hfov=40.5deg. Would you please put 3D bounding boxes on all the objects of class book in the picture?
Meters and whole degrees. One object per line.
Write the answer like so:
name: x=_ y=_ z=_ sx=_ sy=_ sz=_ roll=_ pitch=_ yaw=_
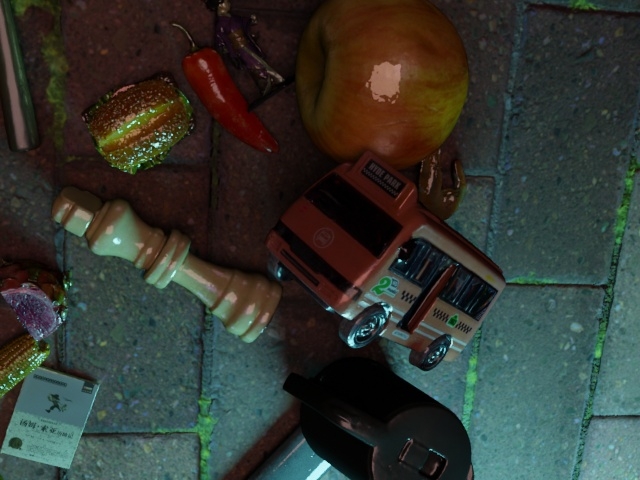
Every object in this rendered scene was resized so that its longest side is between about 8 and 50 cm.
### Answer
book: x=-0.478 y=0.312 z=1.530 sx=0.127 sy=0.014 sz=0.182 roll=20 pitch=103 yaw=-14

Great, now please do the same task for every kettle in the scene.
kettle: x=0.091 y=0.297 z=1.447 sx=0.203 sy=0.308 sz=0.262 roll=-32 pitch=102 yaw=-14

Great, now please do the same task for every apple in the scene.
apple: x=0.091 y=-0.246 z=1.322 sx=0.233 sy=0.286 sz=0.286 roll=-1 pitch=108 yaw=-23

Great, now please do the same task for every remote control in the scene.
remote control: x=-0.113 y=0.494 z=1.631 sx=0.107 sy=0.044 sz=0.377 roll=40 pitch=97 yaw=-22

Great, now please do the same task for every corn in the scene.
corn: x=-0.548 y=0.228 z=1.465 sx=0.207 sy=0.068 sz=0.068 roll=-38 pitch=109 yaw=5

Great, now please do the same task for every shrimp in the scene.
shrimp: x=0.214 y=-0.110 z=1.498 sx=0.095 sy=0.045 sz=0.163 roll=0 pitch=105 yaw=-10

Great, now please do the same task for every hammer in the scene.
hammer: x=-0.490 y=-0.352 z=1.310 sx=0.168 sy=0.044 sz=0.440 roll=-6 pitch=108 yaw=-6

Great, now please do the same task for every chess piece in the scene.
chess piece: x=-0.255 y=0.027 z=1.431 sx=0.397 sy=0.117 sz=0.117 roll=32 pitch=100 yaw=-15

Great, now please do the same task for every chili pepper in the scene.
chili pepper: x=-0.158 y=-0.235 z=1.391 sx=0.071 sy=0.063 sz=0.272 roll=-24 pitch=115 yaw=25

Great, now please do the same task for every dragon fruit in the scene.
dragon fruit: x=-0.455 y=0.086 z=1.422 sx=0.096 sy=0.102 sz=0.147 roll=-23 pitch=119 yaw=6

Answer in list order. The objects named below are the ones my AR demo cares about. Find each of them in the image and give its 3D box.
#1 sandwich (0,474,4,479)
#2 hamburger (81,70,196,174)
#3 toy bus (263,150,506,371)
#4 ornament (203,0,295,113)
sandwich: x=-0.630 y=0.428 z=1.507 sx=0.090 sy=0.088 sz=0.244 roll=-38 pitch=113 yaw=13
hamburger: x=-0.282 y=-0.183 z=1.371 sx=0.166 sy=0.087 sz=0.137 roll=-27 pitch=110 yaw=0
toy bus: x=0.117 y=0.043 z=1.344 sx=0.233 sy=0.203 sz=0.427 roll=-53 pitch=147 yaw=5
ornament: x=-0.116 y=-0.313 z=1.361 sx=0.081 sy=0.088 sz=0.203 roll=-23 pitch=101 yaw=22
